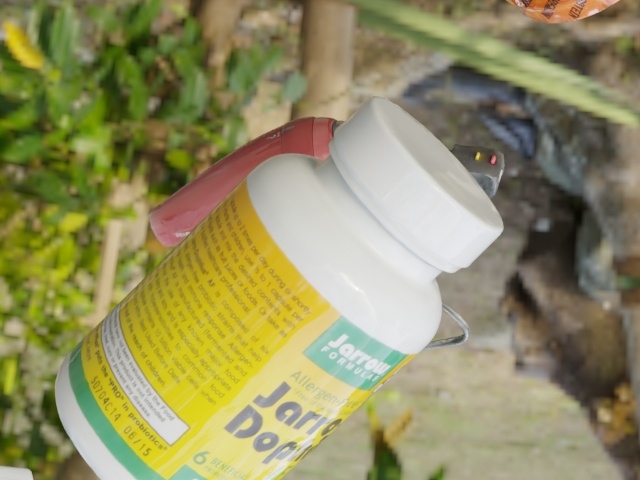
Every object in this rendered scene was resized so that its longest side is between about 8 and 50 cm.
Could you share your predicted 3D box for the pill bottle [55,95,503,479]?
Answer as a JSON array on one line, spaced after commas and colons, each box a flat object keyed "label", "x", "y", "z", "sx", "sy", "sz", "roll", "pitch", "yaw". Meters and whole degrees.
[{"label": "pill bottle", "x": -0.017, "y": 0.034, "z": 0.811, "sx": 0.208, "sy": 0.117, "sz": 0.117, "roll": -44, "pitch": 139, "yaw": 15}]

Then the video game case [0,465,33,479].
[{"label": "video game case", "x": -0.293, "y": 0.169, "z": 1.024, "sx": 0.190, "sy": 0.022, "sz": 0.173, "roll": 11, "pitch": 145, "yaw": -30}]

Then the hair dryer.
[{"label": "hair dryer", "x": 0.000, "y": 0.000, "z": 1.451, "sx": 0.293, "sy": 0.080, "sz": 0.223, "roll": 13, "pitch": 120, "yaw": -1}]

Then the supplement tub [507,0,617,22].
[{"label": "supplement tub", "x": 0.110, "y": -0.319, "z": 1.229, "sx": 0.207, "sy": 0.207, "sz": 0.338, "roll": -13, "pitch": 140, "yaw": 41}]
